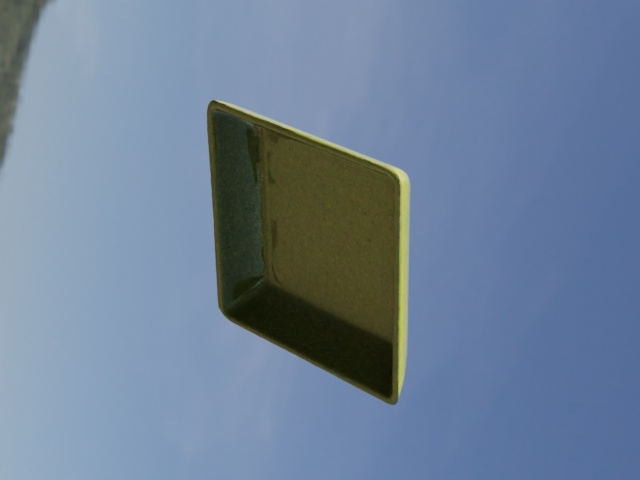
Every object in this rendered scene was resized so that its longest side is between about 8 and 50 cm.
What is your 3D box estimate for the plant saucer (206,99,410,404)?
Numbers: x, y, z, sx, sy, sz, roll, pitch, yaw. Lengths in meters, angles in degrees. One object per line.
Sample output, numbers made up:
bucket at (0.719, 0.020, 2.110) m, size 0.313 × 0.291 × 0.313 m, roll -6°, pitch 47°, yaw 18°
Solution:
plant saucer at (0.000, 0.000, 1.052) m, size 0.188 × 0.045 × 0.188 m, roll 24°, pitch -53°, yaw 37°
